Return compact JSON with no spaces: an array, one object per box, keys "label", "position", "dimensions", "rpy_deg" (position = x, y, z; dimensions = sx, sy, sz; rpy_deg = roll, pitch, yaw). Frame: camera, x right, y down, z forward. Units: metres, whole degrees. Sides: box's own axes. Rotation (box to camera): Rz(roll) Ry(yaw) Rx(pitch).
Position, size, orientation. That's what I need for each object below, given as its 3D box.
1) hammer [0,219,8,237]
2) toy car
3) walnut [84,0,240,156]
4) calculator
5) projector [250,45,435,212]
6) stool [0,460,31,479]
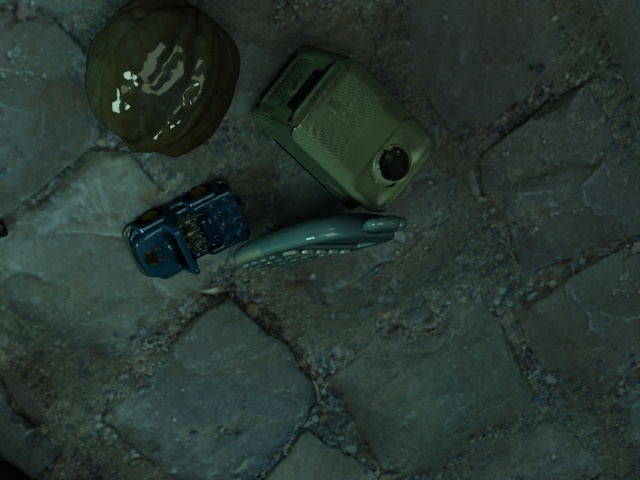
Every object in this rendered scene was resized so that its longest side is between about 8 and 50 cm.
[{"label":"hammer","position":[-0.539,0.037,1.662],"dimensions":[0.201,0.021,0.078],"rpy_deg":[-40,119,-2]},{"label":"toy car","position":[-0.194,-0.009,1.730],"dimensions":[0.191,0.100,0.097],"rpy_deg":[-27,118,-8]},{"label":"walnut","position":[-0.220,-0.225,1.580],"dimensions":[0.224,0.224,0.224],"rpy_deg":[-8,114,-18]},{"label":"calculator","position":[0.000,0.000,1.723],"dimensions":[0.188,0.303,0.042],"rpy_deg":[2,74,-50]},{"label":"projector","position":[0.040,-0.160,1.708],"dimensions":[0.163,0.177,0.242],"rpy_deg":[-50,120,-4]},{"label":"stool","position":[-0.515,0.417,1.774],"dimensions":[0.139,0.153,0.228],"rpy_deg":[-39,77,2]}]
